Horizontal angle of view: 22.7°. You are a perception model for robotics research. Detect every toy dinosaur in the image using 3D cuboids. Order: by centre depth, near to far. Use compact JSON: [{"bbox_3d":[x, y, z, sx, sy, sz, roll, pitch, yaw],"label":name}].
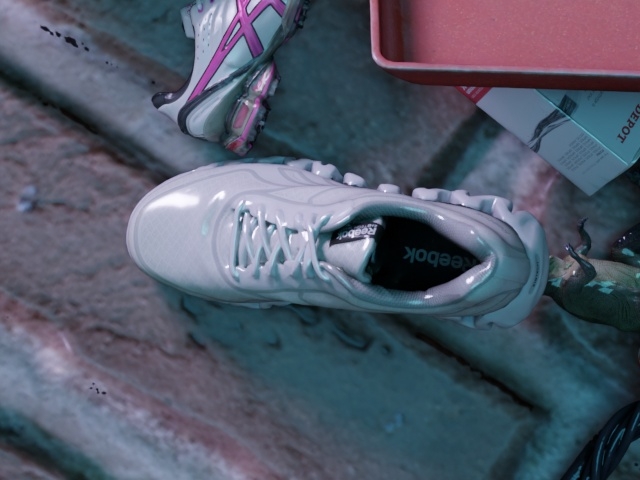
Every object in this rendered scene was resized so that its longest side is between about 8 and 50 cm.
[{"bbox_3d":[0.241,0.025,1.118,0.268,0.064,0.118,21,109,-5],"label":"toy dinosaur"}]

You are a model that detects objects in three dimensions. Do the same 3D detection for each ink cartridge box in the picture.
[{"bbox_3d":[0.166,-0.111,1.093,0.135,0.056,0.099,39,57,-3],"label":"ink cartridge box"}]

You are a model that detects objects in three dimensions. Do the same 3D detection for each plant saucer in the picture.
[{"bbox_3d":[0.158,-0.188,1.056,0.259,0.048,0.258,1,52,-2],"label":"plant saucer"}]

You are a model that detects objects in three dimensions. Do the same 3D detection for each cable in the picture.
[{"bbox_3d":[0.245,0.189,1.127,0.150,0.047,0.184,37,93,-3],"label":"cable"}]

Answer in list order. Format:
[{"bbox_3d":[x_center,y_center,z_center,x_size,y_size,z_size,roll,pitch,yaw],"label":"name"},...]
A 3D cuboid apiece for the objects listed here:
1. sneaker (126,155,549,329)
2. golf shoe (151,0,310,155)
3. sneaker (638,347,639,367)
[{"bbox_3d":[0.000,0.000,1.057,0.292,0.118,0.110,4,93,17],"label":"sneaker"},{"bbox_3d":[-0.052,-0.157,1.096,0.086,0.067,0.186,23,91,-1],"label":"golf shoe"},{"bbox_3d":[0.305,0.096,1.083,0.175,0.067,0.064,-1,118,1],"label":"sneaker"}]
